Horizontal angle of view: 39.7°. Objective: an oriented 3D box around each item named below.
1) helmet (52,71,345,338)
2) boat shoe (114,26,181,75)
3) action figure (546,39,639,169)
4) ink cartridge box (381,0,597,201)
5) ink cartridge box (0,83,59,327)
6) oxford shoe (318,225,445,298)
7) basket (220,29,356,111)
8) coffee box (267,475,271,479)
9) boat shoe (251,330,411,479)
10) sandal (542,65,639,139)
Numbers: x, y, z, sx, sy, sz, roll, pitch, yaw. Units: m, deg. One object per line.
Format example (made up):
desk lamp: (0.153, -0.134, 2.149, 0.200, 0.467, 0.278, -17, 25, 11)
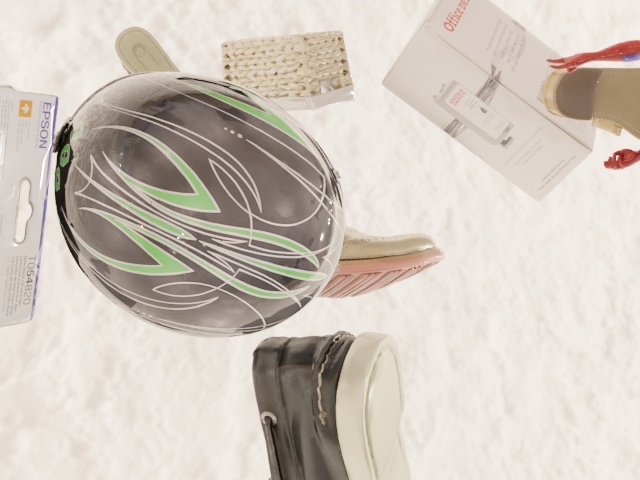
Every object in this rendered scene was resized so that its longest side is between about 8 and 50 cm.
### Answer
helmet: (-0.071, -0.020, 0.537, 0.169, 0.161, 0.170, -20, 128, -28)
boat shoe: (-0.238, -0.221, 1.382, 0.084, 0.079, 0.233, -33, 96, -14)
action figure: (0.258, -0.092, 0.682, 0.280, 0.139, 0.092, -69, 141, -60)
ink cartridge box: (0.249, -0.220, 1.253, 0.283, 0.117, 0.207, 36, 40, -5)
ink cartridge box: (-0.319, -0.025, 0.734, 0.224, 0.045, 0.224, -7, 107, -66)
oxford shoe: (0.000, 0.000, 1.215, 0.396, 0.140, 0.147, -2, 70, -33)
basket: (-0.048, -0.239, 1.254, 0.113, 0.167, 0.103, -23, 113, -49)
coffee box: (-0.065, 0.458, 1.539, 0.184, 0.040, 0.113, -35, 126, -58)
boat shoe: (0.004, 0.208, 0.703, 0.127, 0.113, 0.340, -61, 152, -45)
sandal: (0.348, -0.174, 1.073, 0.240, 0.079, 0.088, 4, 105, -30)
